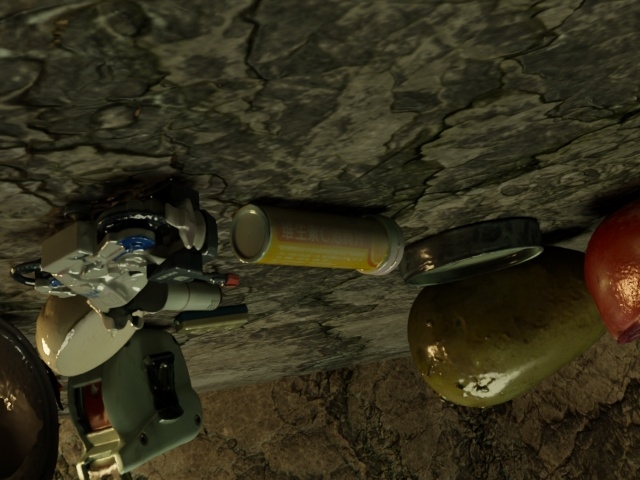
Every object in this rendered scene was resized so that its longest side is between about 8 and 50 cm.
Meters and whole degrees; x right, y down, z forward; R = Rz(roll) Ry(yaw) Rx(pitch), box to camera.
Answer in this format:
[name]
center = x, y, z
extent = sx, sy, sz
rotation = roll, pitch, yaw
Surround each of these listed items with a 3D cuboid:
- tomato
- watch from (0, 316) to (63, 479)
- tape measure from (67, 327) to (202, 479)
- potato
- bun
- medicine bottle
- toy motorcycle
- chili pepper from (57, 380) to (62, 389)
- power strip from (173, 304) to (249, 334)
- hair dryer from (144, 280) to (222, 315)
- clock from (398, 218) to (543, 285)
[tomato]
center = 0.526, 0.003, 1.195
extent = 0.335, 0.176, 0.290
rotation = -4, 145, -47
[watch]
center = -0.468, 0.273, 1.030
extent = 0.314, 0.327, 0.335
rotation = -14, 141, 15
[tape measure]
center = -0.310, 0.269, 1.375
extent = 0.125, 0.246, 0.243
rotation = -17, 177, 24
[potato]
center = 0.326, 0.132, 1.407
extent = 0.359, 0.270, 0.219
rotation = -27, 121, 6
[bun]
center = -0.285, 0.086, 0.969
extent = 0.138, 0.094, 0.138
rotation = -44, 159, -21
[medicine bottle]
center = 0.000, 0.000, 0.904
extent = 0.074, 0.074, 0.218
rotation = -23, 162, 39
[toy motorcycle]
center = -0.178, 0.018, 0.763
extent = 0.221, 0.102, 0.150
rotation = -22, 151, 38
[chili pepper]
center = -0.599, 0.327, 1.791
extent = 0.059, 0.050, 0.191
rotation = -11, 179, -17
[power strip]
center = -0.188, 0.137, 1.393
extent = 0.123, 0.032, 0.056
rotation = -4, 164, -28
[hair dryer]
center = -0.254, 0.091, 1.130
extent = 0.183, 0.044, 0.155
rotation = -16, 164, 31
[clock]
center = 0.230, 0.022, 1.252
extent = 0.226, 0.049, 0.226
rotation = -12, 167, -3
